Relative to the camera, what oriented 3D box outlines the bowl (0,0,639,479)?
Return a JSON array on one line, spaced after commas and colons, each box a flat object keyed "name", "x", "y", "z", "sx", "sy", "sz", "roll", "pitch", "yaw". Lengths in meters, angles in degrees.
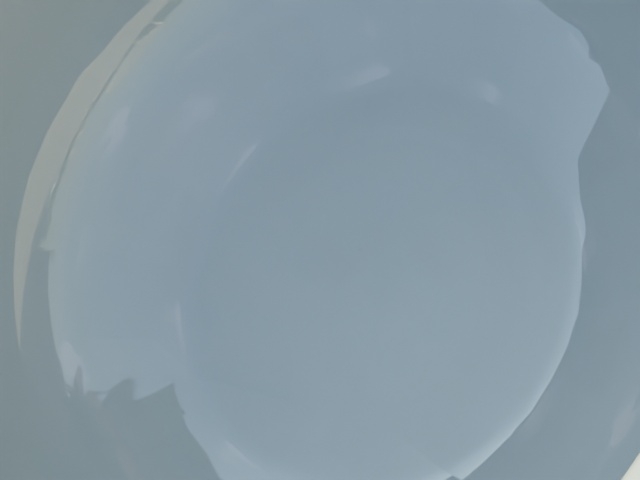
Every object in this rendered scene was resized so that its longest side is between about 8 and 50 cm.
[{"name": "bowl", "x": 0.000, "y": 0.000, "z": 0.547, "sx": 0.298, "sy": 0.134, "sz": 0.298, "roll": -8, "pitch": 70, "yaw": 22}]
